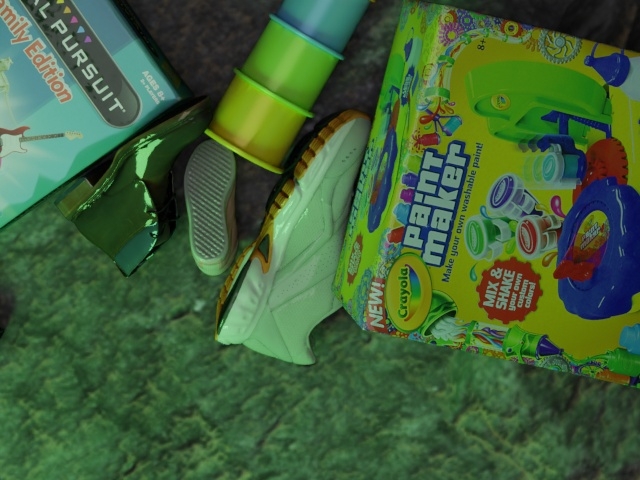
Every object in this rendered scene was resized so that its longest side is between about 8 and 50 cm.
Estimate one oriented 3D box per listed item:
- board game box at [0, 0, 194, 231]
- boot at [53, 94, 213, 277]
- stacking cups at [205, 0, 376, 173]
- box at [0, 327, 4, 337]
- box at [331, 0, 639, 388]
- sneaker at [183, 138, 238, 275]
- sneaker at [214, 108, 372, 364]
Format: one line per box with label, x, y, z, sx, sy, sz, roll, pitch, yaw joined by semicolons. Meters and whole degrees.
board game box;-0.336;-0.148;1.672;0.336;0.079;0.253;-35;93;9
boot;-0.155;-0.051;1.644;0.219;0.082;0.106;-33;95;38
stacking cups;-0.004;-0.224;1.625;0.096;0.096;0.316;28;97;2
box;-0.448;0.152;1.739;0.159;0.044;0.233;31;99;1
box;0.186;-0.046;1.550;0.279;0.177;0.289;12;98;-11
sneaker;-0.107;-0.028;1.683;0.051;0.070;0.134;-1;67;2
sneaker;0.000;0.000;1.659;0.121;0.099;0.262;26;102;-13
